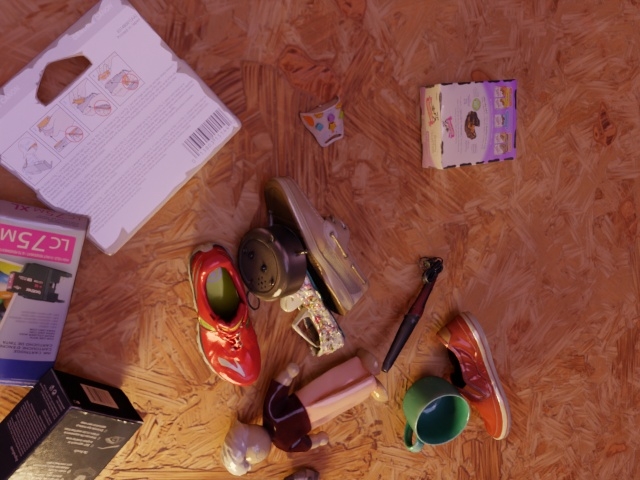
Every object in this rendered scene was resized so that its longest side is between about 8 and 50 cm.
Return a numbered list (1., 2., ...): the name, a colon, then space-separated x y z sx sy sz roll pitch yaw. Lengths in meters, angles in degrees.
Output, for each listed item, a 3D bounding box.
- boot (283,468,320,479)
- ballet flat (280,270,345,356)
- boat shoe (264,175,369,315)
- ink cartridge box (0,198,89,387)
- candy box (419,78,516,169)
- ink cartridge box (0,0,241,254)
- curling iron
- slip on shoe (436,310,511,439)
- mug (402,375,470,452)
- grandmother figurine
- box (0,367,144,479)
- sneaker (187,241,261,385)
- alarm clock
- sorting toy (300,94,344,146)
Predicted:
1. boot: -0.048 0.535 1.011 0.087 0.042 0.118 13 102 -33
2. ballet flat: -0.028 0.127 0.903 0.077 0.091 0.241 -37 114 -18
3. boat shoe: 0.000 0.000 0.889 0.098 0.109 0.302 -40 116 -21
4. ink cartridge box: -0.463 0.094 0.688 0.186 0.065 0.311 13 111 -26
5. candy box: 0.304 -0.239 0.990 0.196 0.070 0.165 -10 105 -23
6. ink cartridge box: -0.314 -0.171 0.731 0.296 0.066 0.261 -47 115 -9
7. curling iron: 0.188 0.148 1.010 0.068 0.035 0.274 40 71 -35
8. slip on shoe: 0.351 0.320 1.109 0.101 0.123 0.331 -24 107 -1
9. mug: 0.236 0.373 1.067 0.158 0.097 0.129 -25 113 -6
10. grandmother figurine: -0.036 0.334 0.943 0.342 0.104 0.208 -26 101 -20
11. box: -0.396 0.301 0.744 0.158 0.093 0.156 -49 145 -8
12. sneaker: -0.165 0.142 0.833 0.107 0.118 0.279 -20 108 -18
13. alarm clock: -0.096 0.054 0.845 0.064 0.129 0.192 -17 143 -45
14. sorting toy: 0.015 -0.214 0.890 0.083 0.045 0.075 -31 130 -15
